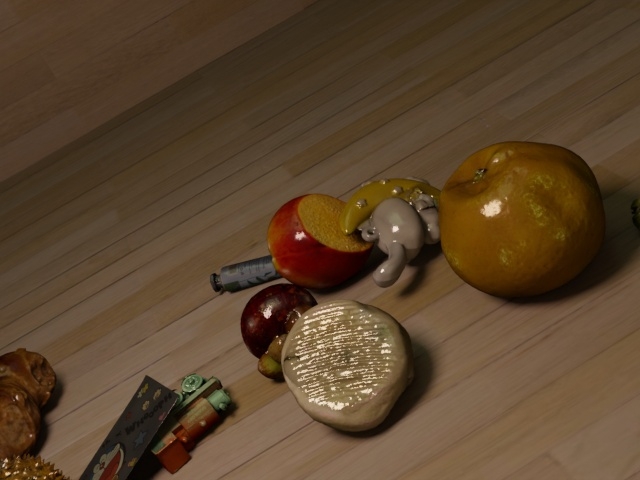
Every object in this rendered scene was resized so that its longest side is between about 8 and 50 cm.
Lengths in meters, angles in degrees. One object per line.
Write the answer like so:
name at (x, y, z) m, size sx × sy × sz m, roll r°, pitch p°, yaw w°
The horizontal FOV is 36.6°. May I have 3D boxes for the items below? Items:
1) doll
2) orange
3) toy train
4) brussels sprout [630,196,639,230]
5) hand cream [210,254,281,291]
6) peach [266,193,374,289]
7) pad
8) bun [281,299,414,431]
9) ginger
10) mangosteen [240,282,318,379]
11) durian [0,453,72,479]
doll at (0.151, -0.029, 1.807) m, size 0.237 × 0.111 × 0.252 m, roll -13°, pitch 48°, yaw -25°
orange at (0.323, -0.039, 1.581) m, size 0.279 × 0.235 × 0.279 m, roll -28°, pitch 22°, yaw 12°
toy train at (-0.229, 0.309, 1.673) m, size 0.176 × 0.074 × 0.118 m, roll -37°, pitch 36°, yaw -19°
brussels sprout at (0.537, -0.049, 1.600) m, size 0.083 × 0.046 × 0.051 m, roll -83°, pitch 19°, yaw -58°
hand cream at (-0.108, 0.053, 2.006) m, size 0.256 × 0.055 × 0.088 m, roll -18°, pitch 22°, yaw 13°
peach at (0.000, 0.000, 1.847) m, size 0.192 × 0.190 × 0.190 m, roll -23°, pitch 28°, yaw 13°
pad at (-0.339, 0.352, 1.658) m, size 0.245 × 0.006 × 0.170 m, roll -58°, pitch 27°, yaw -11°
bun at (0.049, 0.203, 1.545) m, size 0.210 × 0.116 × 0.237 m, roll -21°, pitch 51°, yaw 4°
ginger at (-0.667, 0.366, 1.878) m, size 0.274 × 0.152 × 0.357 m, roll -23°, pitch 27°, yaw 11°
mangosteen at (-0.051, 0.163, 1.701) m, size 0.181 × 0.155 × 0.146 m, roll 37°, pitch 37°, yaw 30°
durian at (-0.534, 0.436, 1.650) m, size 0.250 × 0.138 × 0.183 m, roll -26°, pitch 26°, yaw 23°
